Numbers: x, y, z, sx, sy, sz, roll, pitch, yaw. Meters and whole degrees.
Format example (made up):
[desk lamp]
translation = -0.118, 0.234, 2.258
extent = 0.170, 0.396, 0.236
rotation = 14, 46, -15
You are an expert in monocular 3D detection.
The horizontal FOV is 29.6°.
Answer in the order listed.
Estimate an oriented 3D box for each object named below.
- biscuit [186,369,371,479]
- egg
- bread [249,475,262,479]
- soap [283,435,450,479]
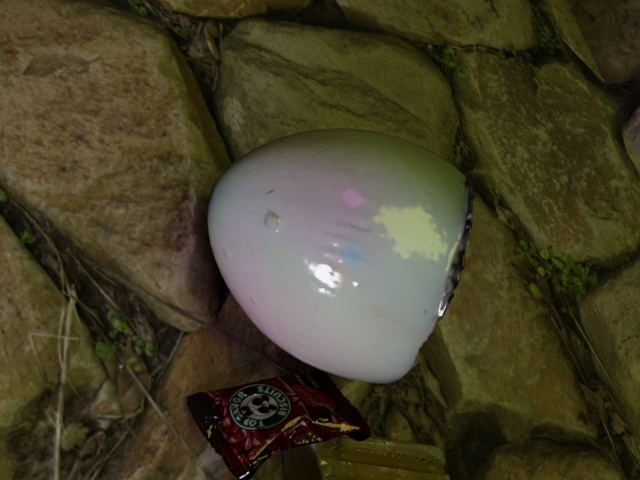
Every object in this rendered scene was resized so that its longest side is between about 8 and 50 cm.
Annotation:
[biscuit]
translation = -0.051, 0.242, 1.656
extent = 0.235, 0.063, 0.151
rotation = -11, 36, -31
[egg]
translation = 0.000, 0.000, 1.741
extent = 0.339, 0.354, 0.355
rotation = 19, 49, -11
[bread]
translation = -0.058, 0.376, 1.586
extent = 0.114, 0.129, 0.111
rotation = 36, 73, -14
[soap]
translation = 0.078, 0.376, 1.762
extent = 0.274, 0.089, 0.174
rotation = 18, 53, -41
